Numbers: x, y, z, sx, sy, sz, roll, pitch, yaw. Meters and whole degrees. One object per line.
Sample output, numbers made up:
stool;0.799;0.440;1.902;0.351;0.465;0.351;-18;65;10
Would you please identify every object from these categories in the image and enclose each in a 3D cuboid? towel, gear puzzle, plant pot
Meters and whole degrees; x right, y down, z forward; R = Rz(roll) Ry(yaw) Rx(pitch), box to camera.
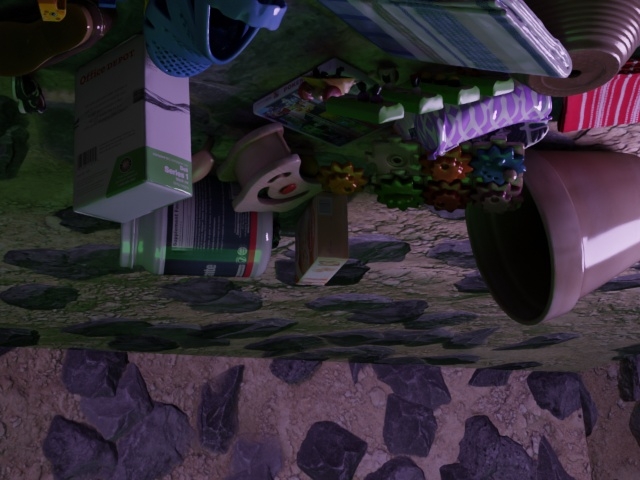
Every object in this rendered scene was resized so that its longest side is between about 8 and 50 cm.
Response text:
towel;0.519;-0.231;1.313;0.275;0.031;0.199;-5;161;8
towel;0.148;-0.263;1.020;0.285;0.034;0.209;18;177;40
gear puzzle;0.156;-0.097;1.342;0.339;0.044;0.175;2;145;12
plant pot;0.324;-0.264;1.087;0.237;0.109;0.237;-3;160;-1
plant pot;0.455;-0.039;1.508;0.280;0.323;0.323;-16;163;-12

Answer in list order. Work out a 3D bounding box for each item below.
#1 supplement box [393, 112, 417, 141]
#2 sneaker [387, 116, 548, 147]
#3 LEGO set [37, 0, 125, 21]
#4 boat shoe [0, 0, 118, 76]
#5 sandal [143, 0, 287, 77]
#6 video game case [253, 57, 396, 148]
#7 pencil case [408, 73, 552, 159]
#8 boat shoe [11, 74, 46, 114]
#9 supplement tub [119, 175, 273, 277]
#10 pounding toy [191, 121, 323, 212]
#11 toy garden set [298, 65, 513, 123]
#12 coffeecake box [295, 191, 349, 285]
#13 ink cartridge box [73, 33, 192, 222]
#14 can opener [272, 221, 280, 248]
supplement box;0.160;-0.201;1.294;0.062;0.036;0.098;-16;154;-27
sneaker;0.242;-0.179;1.372;0.275;0.107;0.110;-9;179;31
LEGO set;-0.287;-0.302;0.952;0.227;0.087;0.093;2;159;-8
boat shoe;-0.354;-0.263;1.080;0.207;0.073;0.073;-6;-159;27
sandal;-0.128;-0.269;0.990;0.126;0.138;0.317;6;160;-27
video game case;0.027;-0.213;1.326;0.183;0.023;0.201;-20;154;41
pencil case;0.238;-0.189;1.232;0.206;0.088;0.086;-20;180;-9
boat shoe;-0.430;-0.219;1.227;0.038;0.046;0.125;2;163;-10
supplement tub;-0.235;-0.028;1.562;0.272;0.191;0.191;3;160;-13
pounding toy;-0.099;-0.148;1.390;0.154;0.155;0.269;-37;161;29
toy garden set;0.107;-0.221;1.152;0.244;0.049;0.204;-18;-155;-33
coffeecake box;0.000;0.000;1.735;0.068;0.142;0.185;4;159;-15
ink cartridge box;-0.266;-0.154;1.174;0.160;0.219;0.092;-16;159;36
can opener;-0.136;-0.029;1.763;0.073;0.059;0.186;-8;160;17
